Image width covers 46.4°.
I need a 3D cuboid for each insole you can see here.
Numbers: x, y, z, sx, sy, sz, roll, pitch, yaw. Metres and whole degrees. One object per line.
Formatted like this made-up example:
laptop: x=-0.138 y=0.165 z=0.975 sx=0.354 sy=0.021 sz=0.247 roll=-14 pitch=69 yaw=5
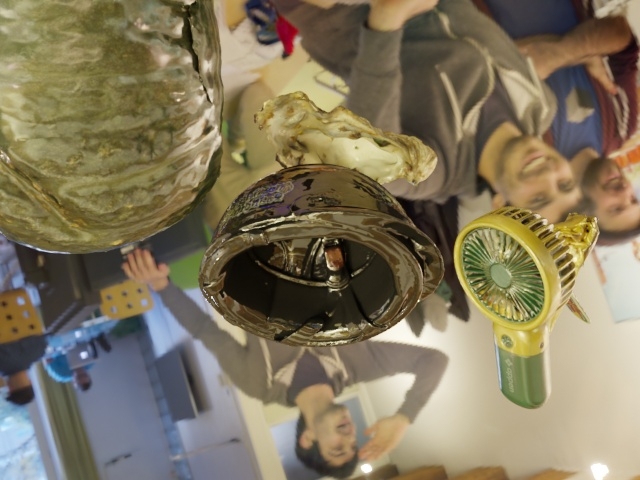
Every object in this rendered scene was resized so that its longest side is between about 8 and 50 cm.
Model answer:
insole: x=0.361 y=0.068 z=1.129 sx=0.006 sy=0.193 sz=0.065 roll=-44 pitch=-146 yaw=-2

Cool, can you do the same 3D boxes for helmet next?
helmet: x=0.000 y=0.000 z=0.850 sx=0.278 sy=0.160 sz=0.230 roll=-27 pitch=130 yaw=29

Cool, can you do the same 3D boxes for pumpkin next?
pumpkin: x=-0.218 y=-0.155 z=0.675 sx=0.257 sy=0.328 sz=0.291 roll=-5 pitch=-157 yaw=-23

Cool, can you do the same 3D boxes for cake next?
cake: x=0.286 y=0.041 z=0.955 sx=0.079 sy=0.185 sz=0.116 roll=19 pitch=-165 yaw=8

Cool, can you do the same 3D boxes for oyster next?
oyster: x=0.034 y=-0.159 z=1.139 sx=0.166 sy=0.094 sz=0.294 roll=-23 pitch=142 yaw=38

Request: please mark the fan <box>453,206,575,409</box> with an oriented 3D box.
fan: x=0.138 y=0.049 z=0.520 sx=0.039 sy=0.155 sz=0.082 roll=-27 pitch=-150 yaw=-30
